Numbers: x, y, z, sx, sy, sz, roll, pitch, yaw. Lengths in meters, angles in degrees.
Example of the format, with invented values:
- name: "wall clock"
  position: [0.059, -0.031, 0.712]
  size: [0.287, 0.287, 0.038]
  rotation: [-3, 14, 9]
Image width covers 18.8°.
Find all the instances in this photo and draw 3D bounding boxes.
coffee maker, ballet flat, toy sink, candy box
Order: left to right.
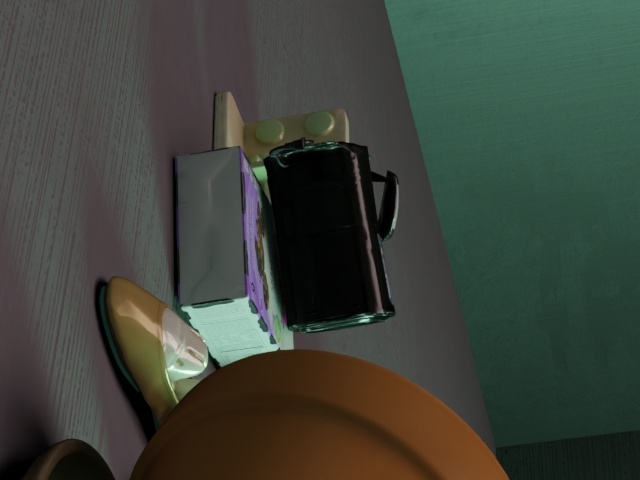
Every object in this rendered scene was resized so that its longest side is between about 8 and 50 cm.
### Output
- name: "ballet flat"
  position: [-0.117, 0.112, 1.604]
  size: [0.080, 0.073, 0.232]
  rotation: [-89, 166, -46]
- name: "candy box"
  position: [-0.082, 0.028, 1.882]
  size: [0.196, 0.070, 0.164]
  rotation: [64, 19, -61]
- name: "toy sink"
  position: [-0.023, -0.047, 2.104]
  size: [0.234, 0.131, 0.152]
  rotation: [69, 16, -51]
- name: "coffee maker"
  position: [0.000, 0.000, 1.899]
  size: [0.171, 0.120, 0.178]
  rotation: [2, 77, -57]

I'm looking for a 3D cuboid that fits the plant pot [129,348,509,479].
- name: "plant pot"
  position: [-0.025, 0.245, 1.278]
  size: [0.203, 0.291, 0.291]
  rotation: [-46, 129, -58]

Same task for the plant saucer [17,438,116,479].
- name: "plant saucer"
  position: [-0.166, 0.272, 1.292]
  size: [0.278, 0.041, 0.277]
  rotation: [-8, 90, -80]
